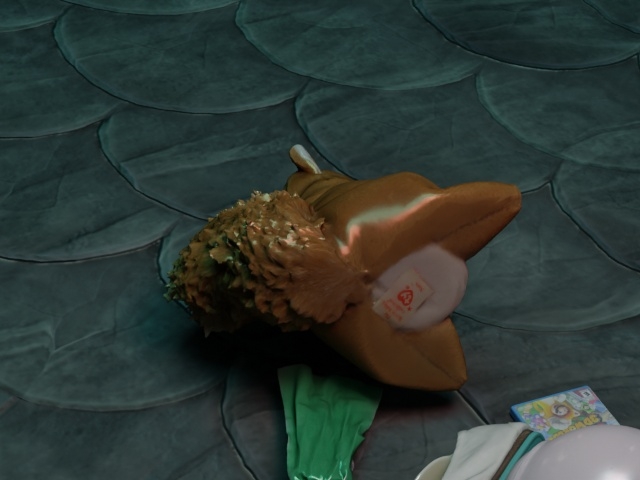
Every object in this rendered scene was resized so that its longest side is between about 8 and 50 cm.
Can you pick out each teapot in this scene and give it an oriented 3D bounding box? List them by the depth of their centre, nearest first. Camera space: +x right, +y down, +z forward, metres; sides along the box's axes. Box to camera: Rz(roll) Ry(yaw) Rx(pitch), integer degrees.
[{"bbox_3d":[0.279,0.307,1.855,0.187,0.256,0.252,15,48,30],"label":"teapot"}]

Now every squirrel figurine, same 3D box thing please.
[{"bbox_3d":[0.000,0.000,2.188,0.397,0.281,0.370,0,21,-26],"label":"squirrel figurine"}]

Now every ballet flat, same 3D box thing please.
[{"bbox_3d":[0.138,0.340,1.925,0.139,0.139,0.400,20,36,18],"label":"ballet flat"}]

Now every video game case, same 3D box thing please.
[{"bbox_3d":[0.332,0.254,2.131,0.119,0.015,0.166,-12,41,-22],"label":"video game case"}]

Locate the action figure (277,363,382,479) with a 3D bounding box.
[{"bbox_3d":[0.003,0.250,2.054,0.137,0.063,0.232,8,34,-1],"label":"action figure"}]
